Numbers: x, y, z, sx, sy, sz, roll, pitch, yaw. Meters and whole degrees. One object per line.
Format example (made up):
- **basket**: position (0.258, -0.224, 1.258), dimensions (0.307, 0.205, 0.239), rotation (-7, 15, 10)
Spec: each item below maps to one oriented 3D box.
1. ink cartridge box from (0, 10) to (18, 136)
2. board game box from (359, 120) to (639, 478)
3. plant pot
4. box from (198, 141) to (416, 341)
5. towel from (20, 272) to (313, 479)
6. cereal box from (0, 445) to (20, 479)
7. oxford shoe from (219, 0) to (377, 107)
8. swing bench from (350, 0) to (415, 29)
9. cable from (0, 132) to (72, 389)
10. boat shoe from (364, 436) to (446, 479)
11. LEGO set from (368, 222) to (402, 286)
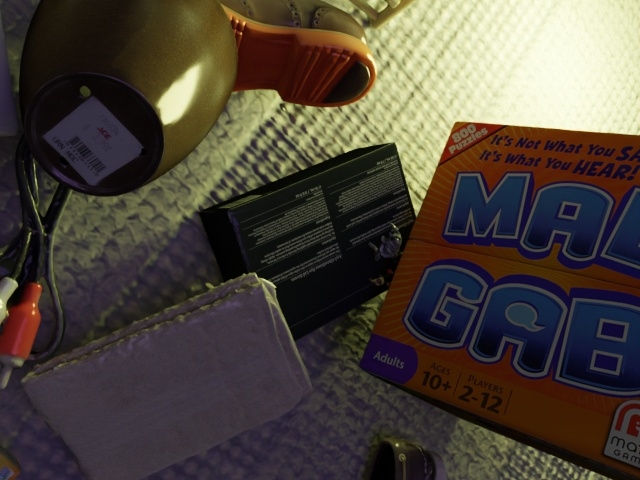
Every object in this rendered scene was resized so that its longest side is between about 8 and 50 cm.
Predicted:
- **ink cartridge box**: position (-0.452, -0.170, 0.500), dimensions (0.353, 0.119, 0.207), rotation (-6, 95, -1)
- **board game box**: position (0.337, 0.098, 0.832), dimensions (0.356, 0.356, 0.356), rotation (37, 72, -49)
- **plant pot**: position (-0.188, -0.140, 0.594), dimensions (0.215, 0.230, 0.215), rotation (-3, 123, -4)
- **box**: position (0.000, 0.000, 0.833), dimensions (0.261, 0.103, 0.184), rotation (-25, 103, -28)
- **towel**: position (-0.159, 0.160, 0.708), dimensions (0.282, 0.049, 0.187), rotation (-22, 120, -7)
- **cereal box**: position (-0.444, 0.207, 0.607), dimensions (0.173, 0.047, 0.240), rotation (-45, 113, -22)
- **oxford shoe**: position (-0.111, -0.261, 0.771), dimensions (0.364, 0.130, 0.132), rotation (9, 54, -24)
- **swing bench**: position (0.079, -0.425, 0.776), dimensions (0.253, 0.255, 0.165), rotation (27, 78, -29)
- **cable**: position (-0.304, 0.015, 0.668), dimensions (0.139, 0.072, 0.287), rotation (28, 78, -24)
- **boat shoe**: position (0.079, 0.444, 0.894), dimensions (0.097, 0.116, 0.324), rotation (30, 73, -24)
- **LEGO set**: position (0.089, 0.020, 0.818), dimensions (0.054, 0.023, 0.083), rotation (-6, 96, -32)
